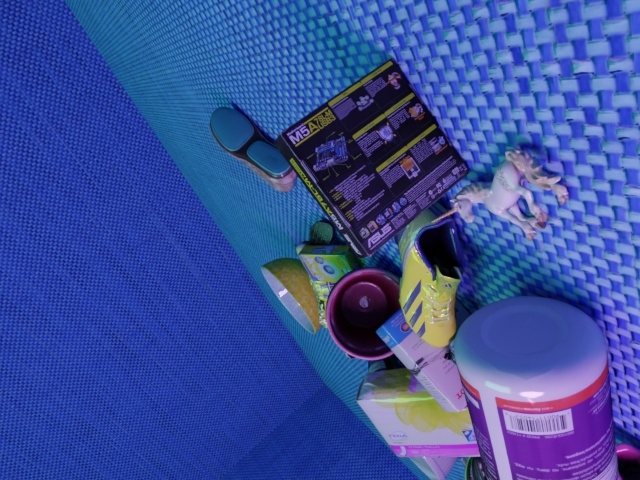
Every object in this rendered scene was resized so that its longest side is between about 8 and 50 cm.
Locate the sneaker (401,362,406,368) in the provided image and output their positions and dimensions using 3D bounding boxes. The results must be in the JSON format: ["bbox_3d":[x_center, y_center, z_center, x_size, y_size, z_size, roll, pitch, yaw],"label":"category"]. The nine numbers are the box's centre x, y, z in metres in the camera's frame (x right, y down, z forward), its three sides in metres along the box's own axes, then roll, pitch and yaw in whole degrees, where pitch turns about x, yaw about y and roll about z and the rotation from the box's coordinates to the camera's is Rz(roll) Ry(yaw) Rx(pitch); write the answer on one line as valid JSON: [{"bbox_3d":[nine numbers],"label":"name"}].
[{"bbox_3d":[0.252,0.351,1.190,0.300,0.121,0.111,59,162,-23],"label":"sneaker"}]

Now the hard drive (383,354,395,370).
[{"bbox_3d":[0.184,0.270,1.219,0.022,0.135,0.094,-4,137,17],"label":"hard drive"}]

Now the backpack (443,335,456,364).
[{"bbox_3d":[0.286,0.188,0.776,0.114,0.105,0.084,39,160,33],"label":"backpack"}]

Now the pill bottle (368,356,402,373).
[{"bbox_3d":[0.191,0.394,1.320,0.112,0.111,0.187,59,-160,-24],"label":"pill bottle"}]

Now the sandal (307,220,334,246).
[{"bbox_3d":[0.000,0.000,1.246,0.067,0.040,0.179,43,144,14],"label":"sandal"}]

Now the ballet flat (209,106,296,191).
[{"bbox_3d":[-0.173,-0.223,1.172,0.316,0.107,0.106,45,170,27],"label":"ballet flat"}]

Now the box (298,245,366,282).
[{"bbox_3d":[0.038,0.063,1.209,0.179,0.043,0.105,-3,129,37],"label":"box"}]

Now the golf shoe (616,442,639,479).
[{"bbox_3d":[0.494,0.360,0.570,0.140,0.115,0.306,57,162,-7],"label":"golf shoe"}]

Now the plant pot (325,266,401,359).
[{"bbox_3d":[0.110,0.162,1.085,0.201,0.201,0.180,52,180,1],"label":"plant pot"}]

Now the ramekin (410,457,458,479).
[{"bbox_3d":[0.373,0.721,1.646,0.273,0.127,0.273,47,163,19],"label":"ramekin"}]

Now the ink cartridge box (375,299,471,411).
[{"bbox_3d":[0.230,0.200,0.876,0.203,0.148,0.086,49,163,13],"label":"ink cartridge box"}]

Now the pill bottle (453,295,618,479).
[{"bbox_3d":[0.305,0.252,0.641,0.181,0.181,0.323,24,138,59],"label":"pill bottle"}]

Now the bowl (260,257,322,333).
[{"bbox_3d":[-0.054,0.158,1.558,0.289,0.156,0.290,47,163,19],"label":"bowl"}]

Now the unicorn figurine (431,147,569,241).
[{"bbox_3d":[0.220,-0.050,0.550,0.111,0.060,0.162,46,147,23],"label":"unicorn figurine"}]

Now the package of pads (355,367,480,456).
[{"bbox_3d":[0.256,0.403,1.084,0.296,0.101,0.229,-21,112,35],"label":"package of pads"}]

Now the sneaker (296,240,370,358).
[{"bbox_3d":[0.041,0.168,1.333,0.385,0.147,0.145,52,166,9],"label":"sneaker"}]

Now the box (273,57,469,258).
[{"bbox_3d":[0.070,-0.106,0.585,0.184,0.190,0.045,52,163,-4],"label":"box"}]

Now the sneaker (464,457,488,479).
[{"bbox_3d":[0.508,0.623,0.967,0.482,0.185,0.202,29,147,42],"label":"sneaker"}]

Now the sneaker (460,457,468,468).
[{"bbox_3d":[0.461,0.646,1.358,0.170,0.074,0.063,38,-148,-65],"label":"sneaker"}]

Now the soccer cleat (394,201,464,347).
[{"bbox_3d":[0.185,0.071,0.745,0.121,0.093,0.290,39,148,60],"label":"soccer cleat"}]
